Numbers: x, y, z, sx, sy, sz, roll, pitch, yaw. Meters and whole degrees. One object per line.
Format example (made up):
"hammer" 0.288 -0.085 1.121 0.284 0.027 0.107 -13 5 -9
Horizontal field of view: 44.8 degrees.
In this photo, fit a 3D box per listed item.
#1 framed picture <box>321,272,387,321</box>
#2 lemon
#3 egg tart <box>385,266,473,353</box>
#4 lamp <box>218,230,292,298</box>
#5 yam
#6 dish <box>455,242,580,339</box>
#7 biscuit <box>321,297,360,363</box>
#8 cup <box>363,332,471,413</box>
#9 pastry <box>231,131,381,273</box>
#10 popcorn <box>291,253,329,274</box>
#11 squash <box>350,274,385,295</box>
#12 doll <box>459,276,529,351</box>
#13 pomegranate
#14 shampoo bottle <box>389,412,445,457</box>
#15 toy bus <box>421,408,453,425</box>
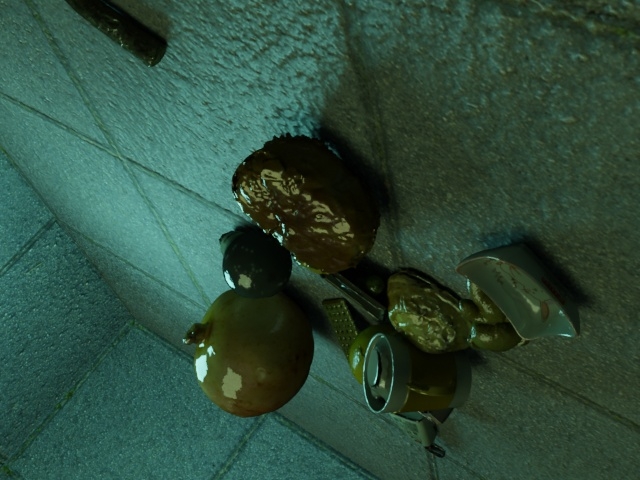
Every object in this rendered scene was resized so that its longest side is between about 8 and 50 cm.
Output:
"framed picture" 0.074 0.127 1.890 0.209 0.019 0.281 36 174 8
"lemon" 0.161 0.298 1.998 0.173 0.173 0.206 34 136 11
"egg tart" 0.236 0.173 1.746 0.252 0.098 0.232 50 152 -17
"lamp" -0.210 0.051 2.073 0.314 0.182 0.182 17 150 45
"yam" -0.437 -0.454 1.602 0.274 0.061 0.061 37 158 5
"dish" 0.363 0.083 1.384 0.212 0.077 0.151 44 156 -14
"biscuit" 0.078 0.269 2.154 0.139 0.016 0.231 -15 100 62
"cup" 0.234 0.321 1.808 0.226 0.185 0.241 6 -175 -19
"pastry" -0.020 -0.082 1.532 0.311 0.161 0.255 41 144 -19
"popcorn" 0.000 0.000 1.713 0.167 0.152 0.148 55 134 21
"squash" 0.113 0.106 1.835 0.052 0.052 0.183 41 169 -7
"doll" 0.344 0.130 1.524 0.137 0.097 0.209 -3 126 14
"pomegranate" -0.216 0.324 2.332 0.412 0.411 0.411 32 157 15
"shampoo bottle" 0.319 0.604 2.490 0.153 0.071 0.284 15 151 40
"toy bus" 0.245 0.413 2.200 0.274 0.090 0.112 37 162 6
